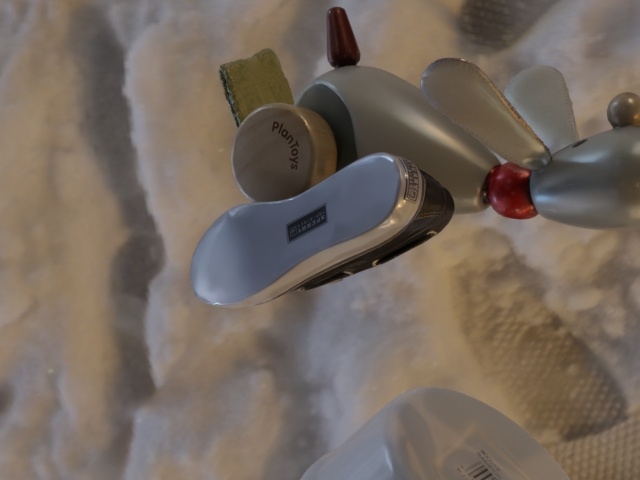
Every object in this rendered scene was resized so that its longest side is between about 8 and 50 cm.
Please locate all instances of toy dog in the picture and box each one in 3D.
[{"bbox_3d":[0.099,-0.097,0.926,0.333,0.220,0.161,3,96,14],"label":"toy dog"}]

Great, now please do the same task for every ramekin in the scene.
[{"bbox_3d":[0.123,0.264,1.113,0.277,0.277,0.135,45,117,14],"label":"ramekin"}]

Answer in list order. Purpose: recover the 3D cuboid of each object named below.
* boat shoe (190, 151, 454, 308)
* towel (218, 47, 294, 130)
[{"bbox_3d":[0.000,0.000,0.896,0.228,0.076,0.080,-27,56,38],"label":"boat shoe"},{"bbox_3d":[-0.079,-0.180,1.673,0.027,0.110,0.148,-10,103,47],"label":"towel"}]
